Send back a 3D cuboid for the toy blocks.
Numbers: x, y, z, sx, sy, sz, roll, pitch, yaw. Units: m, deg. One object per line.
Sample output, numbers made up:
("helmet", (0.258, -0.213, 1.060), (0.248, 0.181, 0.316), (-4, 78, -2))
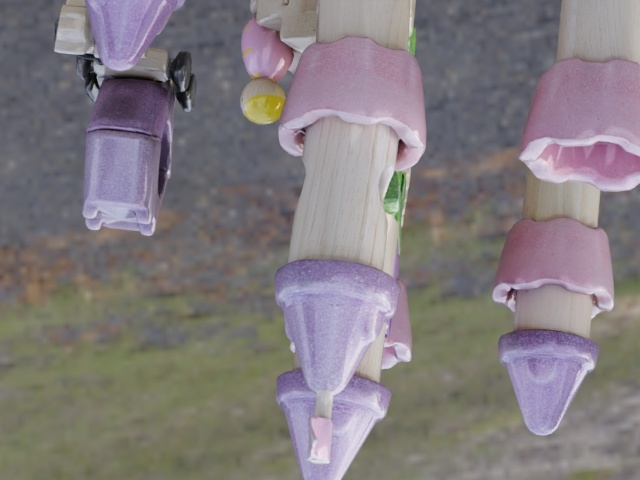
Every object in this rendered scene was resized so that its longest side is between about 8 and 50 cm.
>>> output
("toy blocks", (0.000, 0.000, 0.926), (0.309, 0.260, 0.288), (6, 163, 4))
